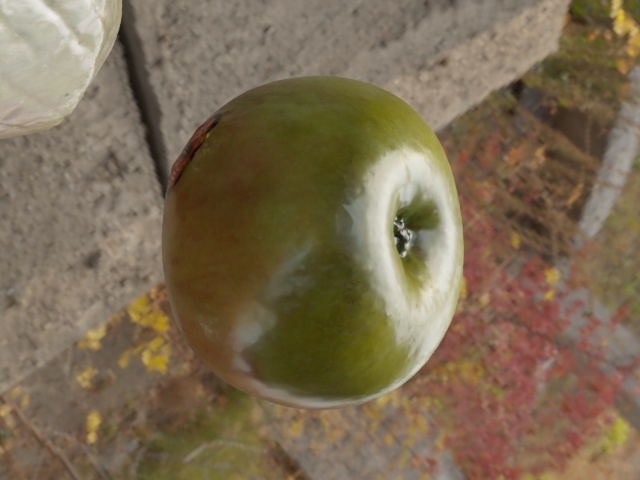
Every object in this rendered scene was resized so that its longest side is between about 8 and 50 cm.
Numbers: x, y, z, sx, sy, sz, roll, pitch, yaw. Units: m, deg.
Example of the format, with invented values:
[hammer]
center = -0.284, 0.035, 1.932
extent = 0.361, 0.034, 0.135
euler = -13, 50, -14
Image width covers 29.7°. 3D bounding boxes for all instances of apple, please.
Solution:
[apple]
center = 0.000, 0.000, 0.899
extent = 0.194, 0.261, 0.260
euler = -5, 179, 33

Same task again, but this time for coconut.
[coconut]
center = -0.334, -0.215, 0.980
extent = 0.328, 0.329, 0.329
euler = -34, 157, -17
